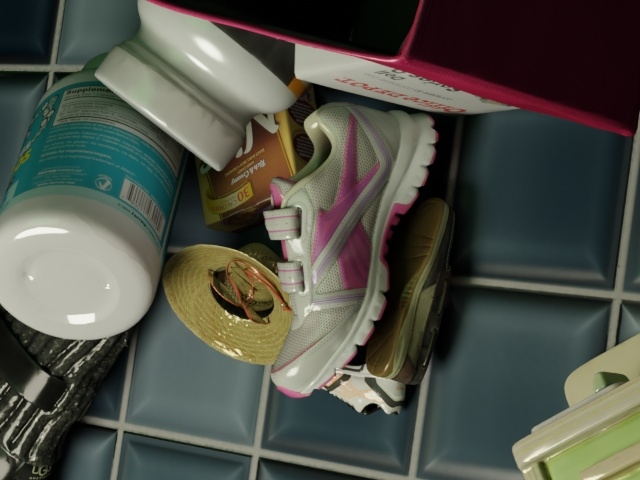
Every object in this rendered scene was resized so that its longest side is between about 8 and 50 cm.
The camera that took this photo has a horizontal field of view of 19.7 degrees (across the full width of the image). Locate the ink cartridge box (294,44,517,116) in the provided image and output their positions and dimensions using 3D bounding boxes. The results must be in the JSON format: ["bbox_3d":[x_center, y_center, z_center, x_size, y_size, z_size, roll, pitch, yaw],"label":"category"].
[{"bbox_3d":[0.152,-0.175,1.356,0.289,0.211,0.121,-5,81,39],"label":"ink cartridge box"}]

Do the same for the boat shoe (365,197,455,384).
[{"bbox_3d":[0.079,0.042,1.481,0.056,0.049,0.152,7,75,57],"label":"boat shoe"}]

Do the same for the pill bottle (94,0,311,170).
[{"bbox_3d":[-0.048,-0.204,1.507,0.162,0.162,0.278,36,88,37],"label":"pill bottle"}]

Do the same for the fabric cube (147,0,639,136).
[{"bbox_3d":[0.066,-0.229,1.130,0.254,0.258,0.259,21,96,38],"label":"fabric cube"}]

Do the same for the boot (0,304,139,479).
[{"bbox_3d":[-0.332,0.083,1.749,0.348,0.131,0.260,33,110,27],"label":"boot"}]

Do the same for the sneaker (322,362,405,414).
[{"bbox_3d":[0.024,0.121,1.518,0.109,0.040,0.043,2,87,40],"label":"sneaker"}]

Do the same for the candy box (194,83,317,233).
[{"bbox_3d":[-0.059,-0.111,1.618,0.109,0.053,0.186,-22,71,34],"label":"candy box"}]

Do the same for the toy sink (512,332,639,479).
[{"bbox_3d":[0.237,0.163,1.278,0.153,0.131,0.234,-32,63,30],"label":"toy sink"}]

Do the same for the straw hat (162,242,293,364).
[{"bbox_3d":[-0.060,0.036,1.583,0.144,0.144,0.061,-4,39,39],"label":"straw hat"}]

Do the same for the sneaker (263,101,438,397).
[{"bbox_3d":[0.000,0.000,1.479,0.103,0.111,0.252,164,126,-72],"label":"sneaker"}]

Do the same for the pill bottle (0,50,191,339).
[{"bbox_3d":[-0.193,-0.050,1.607,0.146,0.146,0.264,-31,31,31],"label":"pill bottle"}]
